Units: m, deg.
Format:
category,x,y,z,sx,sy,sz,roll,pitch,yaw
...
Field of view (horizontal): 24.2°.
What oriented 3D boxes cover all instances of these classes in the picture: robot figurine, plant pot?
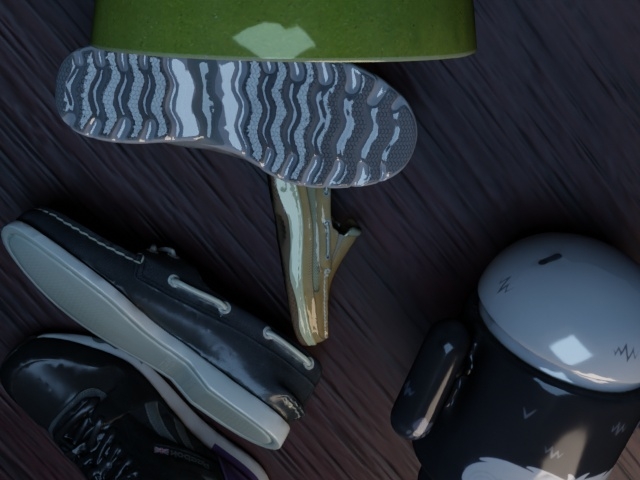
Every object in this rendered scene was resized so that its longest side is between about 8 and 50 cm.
category,x,y,z,sx,sy,sz,roll,pitch,yaw
robot figurine,0.178,0.125,1.245,0.174,0.209,0.278,29,117,15
plant pot,-0.023,-0.280,1.034,0.275,0.275,0.293,2,101,4

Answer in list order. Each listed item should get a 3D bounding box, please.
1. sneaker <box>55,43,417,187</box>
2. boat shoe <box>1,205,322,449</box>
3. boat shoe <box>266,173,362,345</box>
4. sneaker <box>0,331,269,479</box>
category,x,y,z,sx,sy,sz,roll,pitch,yaw
sneaker,-0.060,-0.116,1.181,0.281,0.115,0.105,12,105,-2
boat shoe,-0.133,0.059,1.285,0.302,0.091,0.114,40,156,-15
boat shoe,0.000,0.000,1.259,0.072,0.068,0.190,-9,115,-4
sneaker,-0.165,0.191,1.329,0.283,0.124,0.107,35,113,-12
